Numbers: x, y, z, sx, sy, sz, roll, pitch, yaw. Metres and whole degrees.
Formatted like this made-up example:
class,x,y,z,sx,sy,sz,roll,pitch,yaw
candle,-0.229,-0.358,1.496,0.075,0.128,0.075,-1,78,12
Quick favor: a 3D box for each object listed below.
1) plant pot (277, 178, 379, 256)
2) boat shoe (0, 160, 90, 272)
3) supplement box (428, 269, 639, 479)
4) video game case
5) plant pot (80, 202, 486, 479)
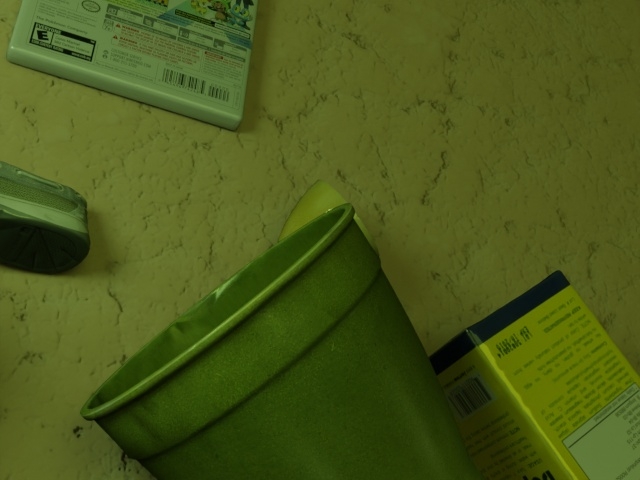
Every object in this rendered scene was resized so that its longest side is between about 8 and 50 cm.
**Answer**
class,x,y,z,sx,sy,sz,roll,pitch,yaw
plant pot,0.000,0.000,1.402,0.095,0.134,0.134,-37,82,-9
boat shoe,-0.416,-0.061,1.213,0.320,0.118,0.103,21,40,-30
supplement box,0.304,0.256,1.353,0.194,0.195,0.356,-26,76,-35
video game case,-0.254,-0.329,1.507,0.329,0.036,0.299,15,57,-17
plant pot,-0.008,0.208,1.156,0.353,0.366,0.366,53,53,-6
